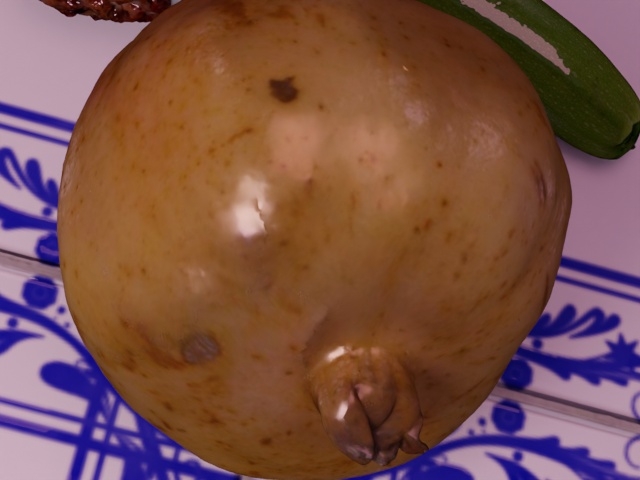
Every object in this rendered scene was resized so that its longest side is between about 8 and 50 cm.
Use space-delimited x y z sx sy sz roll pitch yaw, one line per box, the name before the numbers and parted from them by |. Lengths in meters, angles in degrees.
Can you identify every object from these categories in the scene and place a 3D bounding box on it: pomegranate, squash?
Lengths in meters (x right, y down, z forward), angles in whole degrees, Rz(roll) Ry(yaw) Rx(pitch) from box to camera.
pomegranate | 0.000 0.000 1.082 0.343 0.342 0.342 4 67 -9
squash | 0.127 -0.164 1.321 0.292 0.082 0.082 35 66 5

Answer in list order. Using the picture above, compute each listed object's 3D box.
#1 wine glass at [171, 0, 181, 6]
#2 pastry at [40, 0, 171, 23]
wine glass | -0.080 -0.148 1.209 0.066 0.198 0.066 4 67 -10
pastry | -0.130 -0.208 1.279 0.209 0.115 0.097 5 79 -11
